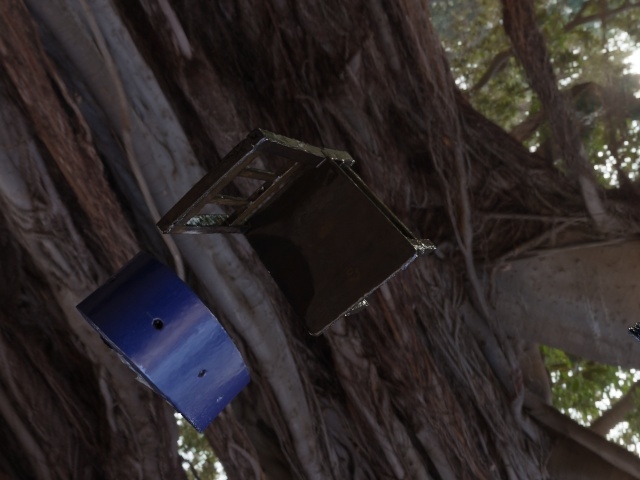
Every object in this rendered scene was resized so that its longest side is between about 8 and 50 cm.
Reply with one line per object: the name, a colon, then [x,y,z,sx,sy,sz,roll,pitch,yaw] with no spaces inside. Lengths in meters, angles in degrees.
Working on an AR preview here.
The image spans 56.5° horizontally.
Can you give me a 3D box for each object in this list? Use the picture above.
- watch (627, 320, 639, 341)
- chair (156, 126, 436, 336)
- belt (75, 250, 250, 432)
watch: [0.539,0.062,0.808,0.276,0.274,0.068,-42,-112,10]
chair: [0.000,0.000,0.868,0.203,0.240,0.416,-40,173,16]
belt: [-0.213,0.150,0.832,0.212,0.347,0.117,36,-112,19]
